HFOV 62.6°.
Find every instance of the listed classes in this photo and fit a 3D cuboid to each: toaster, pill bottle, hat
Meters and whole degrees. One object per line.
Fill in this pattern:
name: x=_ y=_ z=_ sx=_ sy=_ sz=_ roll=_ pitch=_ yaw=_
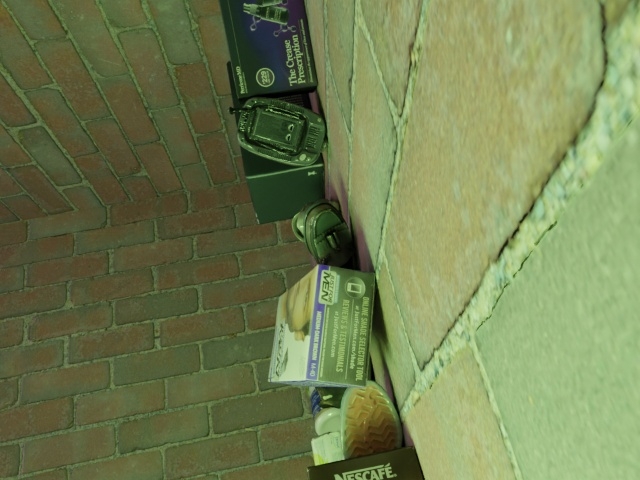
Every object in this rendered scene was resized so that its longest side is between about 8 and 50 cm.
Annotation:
toaster: x=-0.098 y=-0.244 z=1.205 sx=0.146 sy=0.227 sz=0.129 roll=-139 pitch=63 yaw=-86
pill bottle: x=0.041 y=0.515 z=1.751 sx=0.264 sy=0.153 sz=0.153 roll=-105 pitch=5 yaw=-57
hat: x=0.049 y=0.333 z=1.262 sx=0.331 sy=0.134 sz=0.331 roll=170 pitch=90 yaw=-87

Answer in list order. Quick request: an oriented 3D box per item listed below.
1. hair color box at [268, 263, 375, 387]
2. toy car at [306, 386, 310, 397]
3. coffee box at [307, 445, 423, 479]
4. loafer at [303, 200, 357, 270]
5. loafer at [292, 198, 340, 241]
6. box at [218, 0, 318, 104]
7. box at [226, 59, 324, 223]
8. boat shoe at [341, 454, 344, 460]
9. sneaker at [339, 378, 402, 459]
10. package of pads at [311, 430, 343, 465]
hair color box: x=-0.010 y=0.172 z=0.968 sx=0.339 sy=0.110 sz=0.185 roll=137 pitch=141 yaw=-67
toy car: x=0.054 y=0.597 z=1.944 sx=0.149 sy=0.155 sz=0.188 roll=125 pitch=122 yaw=-85
coffee box: x=0.088 y=0.459 z=0.716 sx=0.118 sy=0.168 sz=0.297 roll=83 pitch=174 yaw=-46
loafer: x=0.040 y=0.043 z=1.053 sx=0.084 sy=0.096 sz=0.267 roll=45 pitch=158 yaw=48
loafer: x=-0.017 y=-0.049 z=1.308 sx=0.319 sy=0.112 sz=0.111 roll=142 pitch=118 yaw=-86
box: x=-0.120 y=-0.455 z=1.175 sx=0.103 sy=0.185 sz=0.261 roll=-122 pitch=21 yaw=-81
box: x=-0.127 y=-0.294 z=1.545 sx=0.293 sy=0.212 sz=0.395 roll=89 pitch=169 yaw=-67
boat shoe: x=0.109 y=0.567 z=1.223 sx=0.094 sy=0.109 sz=0.302 roll=-104 pitch=2 yaw=-69
sneaker: x=0.091 y=0.382 z=0.922 sx=0.121 sy=0.108 sz=0.301 roll=-178 pitch=76 yaw=-82
package of pads: x=0.082 y=0.651 z=1.414 sx=0.296 sy=0.101 sz=0.229 roll=56 pitch=-163 yaw=-53
